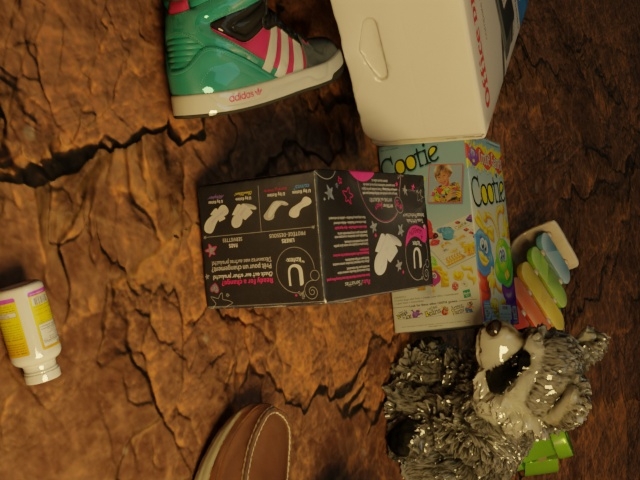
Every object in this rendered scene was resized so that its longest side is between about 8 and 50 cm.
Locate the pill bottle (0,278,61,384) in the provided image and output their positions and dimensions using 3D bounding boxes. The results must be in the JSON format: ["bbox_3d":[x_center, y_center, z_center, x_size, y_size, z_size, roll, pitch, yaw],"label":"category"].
[{"bbox_3d":[-0.245,0.077,0.807,0.043,0.043,0.083,-25,103,-57],"label":"pill bottle"}]

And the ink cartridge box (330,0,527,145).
[{"bbox_3d":[0.159,-0.352,1.303,0.395,0.166,0.285,-65,145,-46],"label":"ink cartridge box"}]

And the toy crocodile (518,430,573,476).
[{"bbox_3d":[0.330,0.284,1.588,0.340,0.115,0.105,58,19,-34],"label":"toy crocodile"}]

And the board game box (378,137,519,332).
[{"bbox_3d":[0.189,-0.007,1.415,0.142,0.144,0.275,7,77,-57],"label":"board game box"}]

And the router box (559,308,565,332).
[{"bbox_3d":[0.428,0.150,1.843,0.122,0.038,0.092,-21,99,-57],"label":"router box"}]

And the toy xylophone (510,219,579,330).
[{"bbox_3d":[0.352,0.089,1.673,0.236,0.081,0.322,47,47,-31],"label":"toy xylophone"}]

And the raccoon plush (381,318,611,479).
[{"bbox_3d":[0.297,0.266,1.363,0.446,0.299,0.216,47,45,-42],"label":"raccoon plush"}]

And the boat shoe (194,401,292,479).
[{"bbox_3d":[-0.065,0.318,0.954,0.123,0.116,0.324,42,48,-45],"label":"boat shoe"}]

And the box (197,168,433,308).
[{"bbox_3d":[0.000,0.000,1.100,0.247,0.163,0.142,-2,87,-57],"label":"box"}]

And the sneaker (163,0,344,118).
[{"bbox_3d":[-0.078,-0.252,1.094,0.295,0.124,0.178,-32,118,-55],"label":"sneaker"}]
